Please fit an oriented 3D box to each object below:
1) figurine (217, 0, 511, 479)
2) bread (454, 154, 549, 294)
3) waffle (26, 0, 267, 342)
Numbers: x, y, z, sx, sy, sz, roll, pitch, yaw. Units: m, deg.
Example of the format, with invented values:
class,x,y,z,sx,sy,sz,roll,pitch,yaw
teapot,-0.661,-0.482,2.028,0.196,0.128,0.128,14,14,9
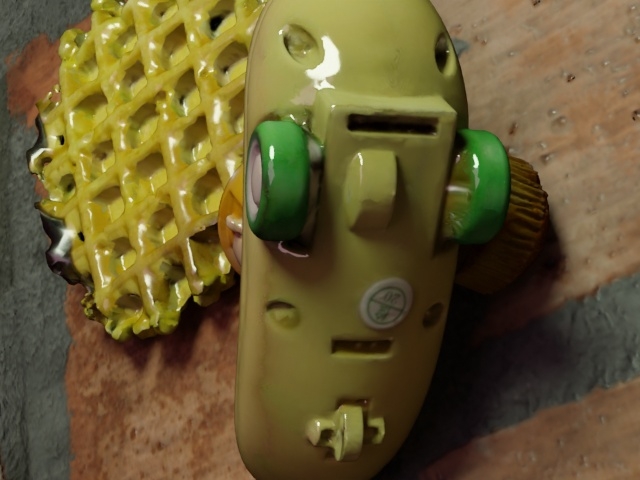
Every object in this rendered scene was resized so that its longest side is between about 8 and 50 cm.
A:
class,x,y,z,sx,sy,sz,roll,pitch,yaw
figurine,0.000,0.000,0.591,0.222,0.124,0.324,-121,35,-61
bread,0.099,-0.011,0.596,0.085,0.053,0.085,-35,46,46
waffle,-0.129,-0.086,0.791,0.312,0.060,0.307,37,97,39
